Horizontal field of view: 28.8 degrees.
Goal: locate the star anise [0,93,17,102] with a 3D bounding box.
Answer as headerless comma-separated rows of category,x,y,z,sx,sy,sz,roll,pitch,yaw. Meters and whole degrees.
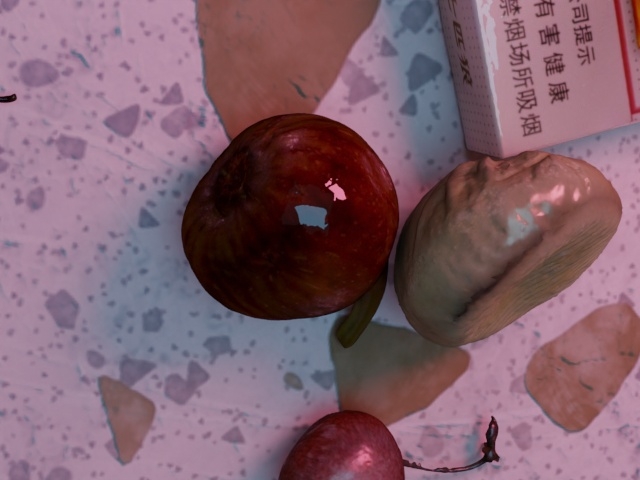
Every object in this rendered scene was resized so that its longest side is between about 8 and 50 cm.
star anise,-0.327,-0.078,0.968,0.190,0.070,0.097,-13,129,-13

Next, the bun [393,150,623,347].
bun,0.142,-0.007,1.036,0.222,0.222,0.127,-34,69,-7

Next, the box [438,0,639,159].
box,0.272,-0.214,1.080,0.330,0.095,0.210,-15,103,-13

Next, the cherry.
cherry,0.060,0.190,1.106,0.225,0.090,0.107,-19,89,-28

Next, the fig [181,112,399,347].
fig,0.002,-0.006,1.022,0.207,0.175,0.175,28,92,-32
